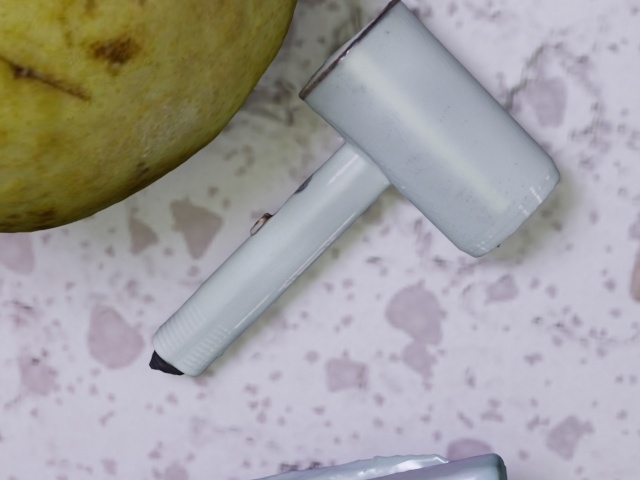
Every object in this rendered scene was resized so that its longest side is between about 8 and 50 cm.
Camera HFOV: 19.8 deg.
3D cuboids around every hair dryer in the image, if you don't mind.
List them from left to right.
[{"bbox_3d":[0.000,0.000,0.968,0.236,0.073,0.131,-44,93,12],"label":"hair dryer"}]

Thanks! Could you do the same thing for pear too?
[{"bbox_3d":[-0.151,-0.148,0.859,0.304,0.304,0.304,1,98,6],"label":"pear"}]

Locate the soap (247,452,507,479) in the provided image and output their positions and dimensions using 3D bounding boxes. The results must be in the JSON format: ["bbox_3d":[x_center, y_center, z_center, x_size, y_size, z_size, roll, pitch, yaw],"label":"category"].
[{"bbox_3d":[-0.066,0.203,0.932,0.347,0.208,0.115,-12,98,7],"label":"soap"}]
